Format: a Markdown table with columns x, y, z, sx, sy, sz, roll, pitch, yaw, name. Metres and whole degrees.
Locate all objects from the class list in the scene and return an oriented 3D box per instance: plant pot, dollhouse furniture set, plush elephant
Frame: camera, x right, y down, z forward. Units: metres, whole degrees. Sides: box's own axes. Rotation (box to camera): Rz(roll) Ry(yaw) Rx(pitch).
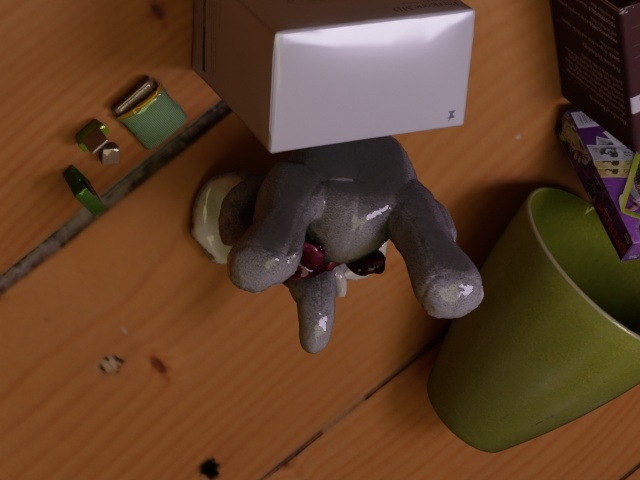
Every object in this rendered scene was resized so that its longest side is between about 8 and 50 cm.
| x | y | z | sx | sy | sz | roll | pitch | yaw | name |
| --- | --- | --- | --- | --- | --- | --- | --- | --- | --- |
| 0.277 | 0.130 | 1.992 | 0.275 | 0.275 | 0.293 | 20 | 123 | -35 | plant pot |
| -0.210 | -0.102 | 1.696 | 0.151 | 0.058 | 0.076 | -41 | 130 | 0 | dollhouse furniture set |
| 0.000 | 0.000 | 1.764 | 0.272 | 0.330 | 0.255 | 3 | 141 | -15 | plush elephant |

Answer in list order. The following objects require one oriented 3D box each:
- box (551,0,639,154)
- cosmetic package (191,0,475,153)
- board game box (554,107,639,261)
| x | y | z | sx | sy | sz | roll | pitch | yaw | name |
| --- | --- | --- | --- | --- | --- | --- | --- | --- | --- |
| 0.390 | -0.249 | 1.854 | 0.168 | 0.167 | 0.203 | -25 | 128 | -12 | box |
| 0.008 | -0.209 | 1.639 | 0.224 | 0.225 | 0.138 | -10 | 123 | -23 | cosmetic package |
| 0.491 | -0.093 | 1.983 | 0.347 | 0.208 | 0.056 | -8 | 145 | -23 | board game box |
